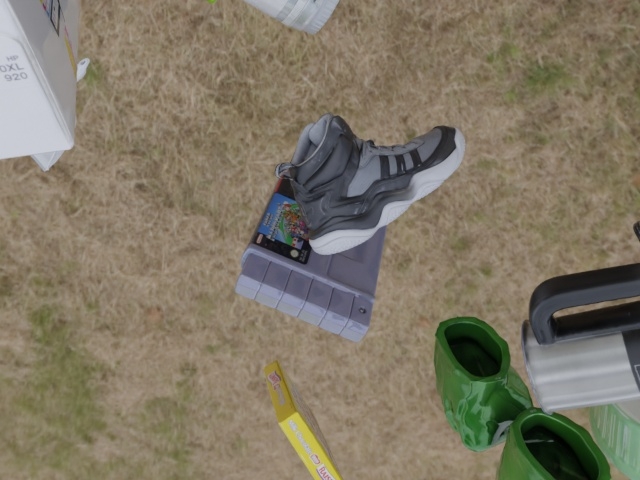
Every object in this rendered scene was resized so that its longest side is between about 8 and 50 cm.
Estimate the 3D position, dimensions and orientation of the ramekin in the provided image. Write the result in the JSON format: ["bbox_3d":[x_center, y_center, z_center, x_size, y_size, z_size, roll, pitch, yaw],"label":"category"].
[{"bbox_3d":[0.635,0.280,1.092,0.304,0.303,0.148,-16,127,8],"label":"ramekin"}]

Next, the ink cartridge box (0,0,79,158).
[{"bbox_3d":[-0.329,-0.206,0.557,0.171,0.232,0.168,-10,146,-5],"label":"ink cartridge box"}]

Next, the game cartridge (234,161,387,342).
[{"bbox_3d":[0.000,0.000,1.102,0.230,0.355,0.068,26,128,-7],"label":"game cartridge"}]

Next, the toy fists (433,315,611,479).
[{"bbox_3d":[0.218,0.215,0.704,0.096,0.279,0.142,-17,130,-17],"label":"toy fists"}]

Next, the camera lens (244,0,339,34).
[{"bbox_3d":[-0.091,-0.642,1.461,0.274,0.219,0.219,24,128,-21],"label":"camera lens"}]

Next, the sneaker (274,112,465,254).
[{"bbox_3d":[0.067,-0.110,0.797,0.269,0.101,0.153,-38,107,-21],"label":"sneaker"}]

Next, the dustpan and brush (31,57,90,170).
[{"bbox_3d":[-0.497,-0.254,1.169,0.211,0.147,0.060,-46,158,-3],"label":"dustpan and brush"}]

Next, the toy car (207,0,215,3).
[{"bbox_3d":[-0.193,-0.525,1.033,0.155,0.149,0.188,27,91,-30],"label":"toy car"}]

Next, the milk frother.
[{"bbox_3d":[0.249,0.064,0.533,0.135,0.143,0.129,-17,100,28],"label":"milk frother"}]

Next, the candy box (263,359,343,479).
[{"bbox_3d":[-0.022,0.209,0.711,0.027,0.206,0.105,-35,99,-6],"label":"candy box"}]
